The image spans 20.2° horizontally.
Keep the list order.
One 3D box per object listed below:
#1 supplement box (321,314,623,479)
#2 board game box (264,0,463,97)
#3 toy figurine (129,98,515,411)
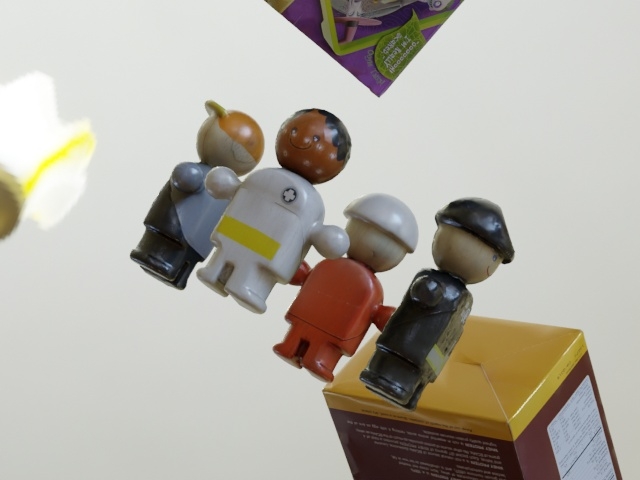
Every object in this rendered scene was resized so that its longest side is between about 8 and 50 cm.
[{"bbox_3d":[0.135,0.180,1.541,0.191,0.129,0.194,6,-54,39],"label":"supplement box"},{"bbox_3d":[0.075,-0.296,1.293,0.208,0.056,0.347,42,-68,-2],"label":"board game box"},{"bbox_3d":[0.000,0.000,1.211,0.209,0.213,0.148,34,-100,-21],"label":"toy figurine"}]
